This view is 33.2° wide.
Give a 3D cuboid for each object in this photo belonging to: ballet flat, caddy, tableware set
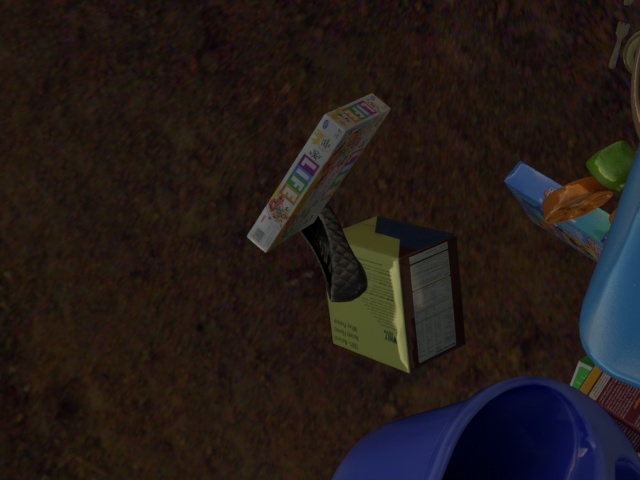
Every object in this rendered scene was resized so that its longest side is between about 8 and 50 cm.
[{"bbox_3d":[0.000,0.000,1.288,0.049,0.173,0.057,-13,145,-29],"label":"ballet flat"},{"bbox_3d":[0.115,0.255,0.707,0.241,0.341,0.179,42,144,-19],"label":"caddy"},{"bbox_3d":[0.546,-0.349,1.729,0.128,0.039,0.194,14,115,13],"label":"tableware set"}]

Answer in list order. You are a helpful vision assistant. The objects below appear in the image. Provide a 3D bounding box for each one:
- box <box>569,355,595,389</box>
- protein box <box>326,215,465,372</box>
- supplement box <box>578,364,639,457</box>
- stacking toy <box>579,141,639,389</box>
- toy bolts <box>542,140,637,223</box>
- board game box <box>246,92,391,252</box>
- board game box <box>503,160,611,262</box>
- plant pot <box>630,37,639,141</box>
[{"bbox_3d":[0.508,0.297,1.824,0.127,0.262,0.231,28,116,30],"label":"box"},{"bbox_3d":[0.122,0.086,1.812,0.200,0.136,0.201,16,119,49],"label":"protein box"},{"bbox_3d":[0.239,0.134,0.832,0.083,0.055,0.043,34,141,16],"label":"supplement box"},{"bbox_3d":[0.229,0.060,0.536,0.166,0.175,0.302,16,156,21],"label":"stacking toy"},{"bbox_3d":[0.443,-0.029,1.462,0.218,0.228,0.158,-42,62,51],"label":"toy bolts"},{"bbox_3d":[-0.002,-0.065,1.028,0.026,0.103,0.154,40,122,10],"label":"board game box"},{"bbox_3d":[0.401,-0.028,1.688,0.210,0.160,0.047,38,88,34],"label":"board game box"},{"bbox_3d":[0.488,-0.164,1.095,0.229,0.263,0.263,12,115,-24],"label":"plant pot"}]
